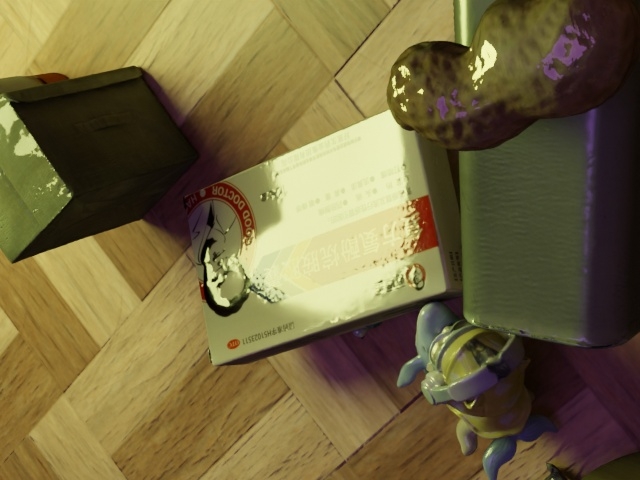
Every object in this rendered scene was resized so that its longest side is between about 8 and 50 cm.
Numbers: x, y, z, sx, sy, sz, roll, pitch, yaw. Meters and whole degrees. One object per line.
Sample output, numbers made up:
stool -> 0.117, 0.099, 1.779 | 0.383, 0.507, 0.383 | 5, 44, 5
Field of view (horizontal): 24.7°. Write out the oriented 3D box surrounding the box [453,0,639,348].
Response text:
box -> 0.260, -0.122, 1.293 | 0.177, 0.352, 0.343 | 9, 110, 33

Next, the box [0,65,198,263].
box -> -0.293, -0.098, 1.761 | 0.155, 0.231, 0.149 | -42, 79, 35

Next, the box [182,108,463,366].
box -> 0.000, 0.000, 1.653 | 0.353, 0.069, 0.214 | -21, 74, 39

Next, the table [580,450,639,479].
table -> 0.363, 0.346, 1.485 | 0.167, 0.167, 0.226 | -9, 104, 37

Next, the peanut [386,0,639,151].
peanut -> 0.140, -0.127, 1.103 | 0.228, 0.086, 0.104 | -22, 85, 40

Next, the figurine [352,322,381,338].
figurine -> 0.061, 0.067, 1.677 | 0.060, 0.047, 0.106 | 45, 127, 27

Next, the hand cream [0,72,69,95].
hand cream -> -0.433, -0.148, 1.793 | 0.089, 0.314, 0.139 | 20, 118, 32

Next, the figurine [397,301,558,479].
figurine -> 0.169, 0.151, 1.558 | 0.208, 0.128, 0.184 | 54, 170, -10

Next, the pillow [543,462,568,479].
pillow -> 0.212, 0.371, 1.616 | 0.255, 0.059, 0.169 | -53, 46, 37
